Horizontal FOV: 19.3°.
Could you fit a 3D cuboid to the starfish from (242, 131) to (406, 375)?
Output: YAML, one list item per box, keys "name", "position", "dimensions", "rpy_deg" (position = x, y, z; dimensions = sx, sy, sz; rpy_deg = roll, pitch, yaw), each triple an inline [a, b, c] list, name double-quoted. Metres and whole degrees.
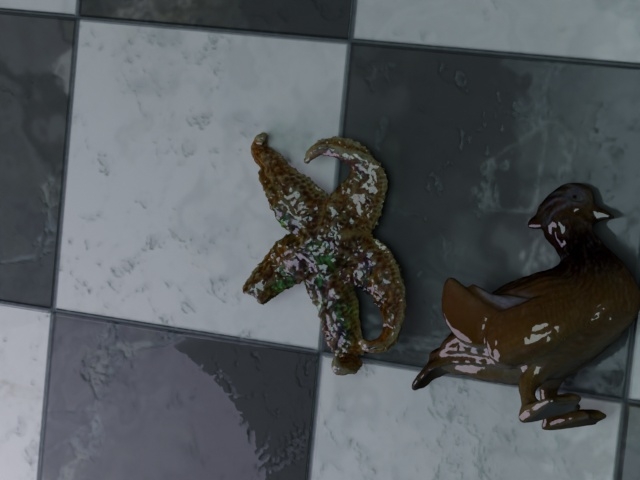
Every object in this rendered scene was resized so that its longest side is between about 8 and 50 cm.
- name: "starfish"
  position: [0.003, 0.001, 1.488]
  dimensions: [0.150, 0.053, 0.209]
  rpy_deg: [-37, 74, 8]

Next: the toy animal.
- name: "toy animal"
  position: [0.148, 0.053, 1.405]
  dimensions: [0.188, 0.089, 0.179]
  rpy_deg: [-14, 70, 24]
